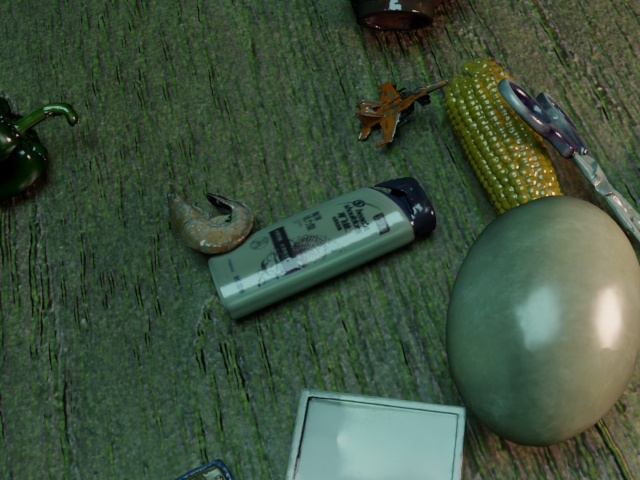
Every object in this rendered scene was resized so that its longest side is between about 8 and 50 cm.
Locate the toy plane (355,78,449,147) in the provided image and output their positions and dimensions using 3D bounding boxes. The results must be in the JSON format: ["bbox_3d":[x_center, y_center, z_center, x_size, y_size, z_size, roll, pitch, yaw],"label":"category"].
[{"bbox_3d":[0.142,-0.230,1.427,0.188,0.062,0.135,-15,57,25],"label":"toy plane"}]

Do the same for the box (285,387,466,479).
[{"bbox_3d":[0.074,0.334,1.106,0.224,0.117,0.225,4,62,12],"label":"box"}]

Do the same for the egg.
[{"bbox_3d":[0.298,0.100,1.111,0.258,0.259,0.352,15,55,18],"label":"egg"}]

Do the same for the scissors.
[{"bbox_3d":[0.417,-0.092,1.256,0.029,0.256,0.384,-42,69,26],"label":"scissors"}]

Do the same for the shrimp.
[{"bbox_3d":[-0.190,-0.046,1.388,0.126,0.048,0.223,-26,41,-19],"label":"shrimp"}]

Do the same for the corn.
[{"bbox_3d":[0.289,-0.156,1.335,0.130,0.130,0.347,-17,61,1],"label":"corn"}]

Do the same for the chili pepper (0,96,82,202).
[{"bbox_3d":[-0.562,-0.180,1.494,0.261,0.174,0.165,-37,36,-9],"label":"chili pepper"}]

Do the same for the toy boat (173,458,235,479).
[{"bbox_3d":[-0.220,0.394,1.169,0.228,0.046,0.080,-34,61,-9],"label":"toy boat"}]

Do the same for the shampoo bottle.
[{"bbox_3d":[0.000,0.000,1.331,0.359,0.078,0.134,-24,49,-3],"label":"shampoo bottle"}]

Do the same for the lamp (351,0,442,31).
[{"bbox_3d":[0.139,-0.502,1.502,0.246,0.247,0.247,-5,60,8],"label":"lamp"}]
